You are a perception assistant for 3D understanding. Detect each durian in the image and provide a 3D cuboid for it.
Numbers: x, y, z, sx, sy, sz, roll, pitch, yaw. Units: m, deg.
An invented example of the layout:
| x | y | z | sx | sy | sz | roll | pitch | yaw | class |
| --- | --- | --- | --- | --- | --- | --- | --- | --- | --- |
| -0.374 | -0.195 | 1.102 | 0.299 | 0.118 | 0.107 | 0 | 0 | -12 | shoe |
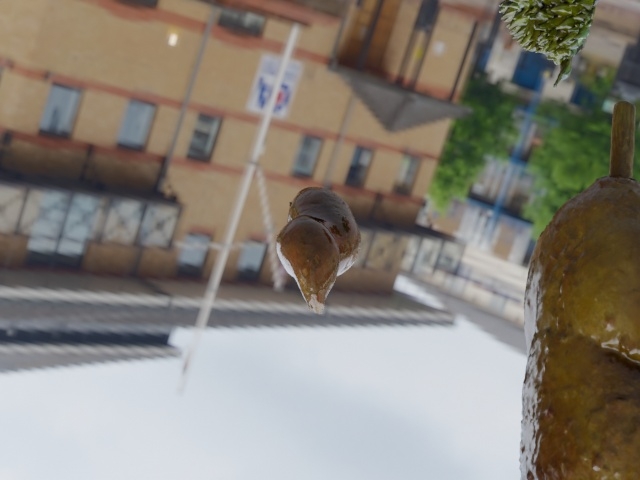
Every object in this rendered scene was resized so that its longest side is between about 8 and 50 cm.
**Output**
| x | y | z | sx | sy | sz | roll | pitch | yaw | class |
| --- | --- | --- | --- | --- | --- | --- | --- | --- | --- |
| 0.201 | -0.222 | 1.193 | 0.095 | 0.137 | 0.221 | 15 | -156 | -3 | durian |

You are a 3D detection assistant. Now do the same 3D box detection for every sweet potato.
| x | y | z | sx | sy | sz | roll | pitch | yaw | class |
| --- | --- | --- | --- | --- | --- | --- | --- | --- | --- |
| 0.000 | -0.002 | 0.999 | 0.058 | 0.055 | 0.202 | -4 | -165 | 2 | sweet potato |

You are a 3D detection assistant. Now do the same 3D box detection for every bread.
| x | y | z | sx | sy | sz | roll | pitch | yaw | class |
| --- | --- | --- | --- | --- | --- | --- | --- | --- | --- |
| 0.134 | 0.094 | 0.651 | 0.084 | 0.344 | 0.124 | -5 | 157 | 22 | bread |
